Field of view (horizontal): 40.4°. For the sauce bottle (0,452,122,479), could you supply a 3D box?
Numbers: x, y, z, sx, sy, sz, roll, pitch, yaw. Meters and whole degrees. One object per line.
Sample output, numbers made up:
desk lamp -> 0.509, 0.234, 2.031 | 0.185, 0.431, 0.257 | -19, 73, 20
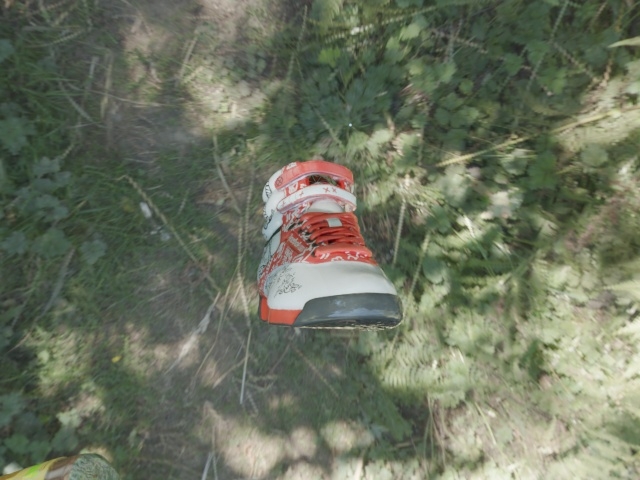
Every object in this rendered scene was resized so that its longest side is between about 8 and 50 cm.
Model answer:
sauce bottle -> -0.366, 0.309, 0.883 | 0.344, 0.111, 0.111 | -19, 97, 12

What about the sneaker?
sneaker -> -0.001, 0.000, 0.724 | 0.090, 0.270, 0.145 | 4, 85, -13
